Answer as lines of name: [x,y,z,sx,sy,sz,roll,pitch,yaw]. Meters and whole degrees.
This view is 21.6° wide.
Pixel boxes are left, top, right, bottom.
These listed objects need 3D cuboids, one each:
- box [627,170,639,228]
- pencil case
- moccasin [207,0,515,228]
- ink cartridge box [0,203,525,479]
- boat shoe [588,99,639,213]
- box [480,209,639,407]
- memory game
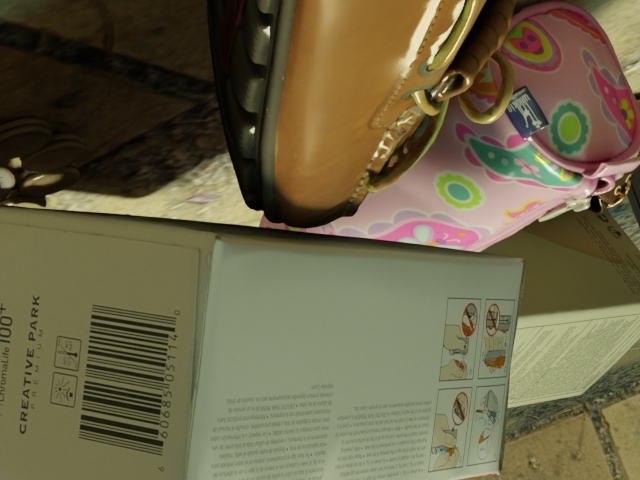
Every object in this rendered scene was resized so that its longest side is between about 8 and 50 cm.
box: [0.439,-0.004,1.225,0.097,0.318,0.395,-3,159,-48]
pencil case: [0.075,-0.035,1.046,0.124,0.124,0.284,-7,162,-39]
moccasin: [0.029,-0.111,0.713,0.147,0.139,0.380,-7,154,-10]
ink cartridge box: [-0.082,0.052,0.880,0.271,0.130,0.309,7,-179,32]
boat shoe: [0.189,-0.051,1.223,0.207,0.073,0.073,-16,164,-15]
box: [0.138,0.059,1.395,0.311,0.121,0.148,-1,140,-48]
memory game: [-0.218,-0.025,0.924,0.186,0.012,0.186,-18,165,-5]
